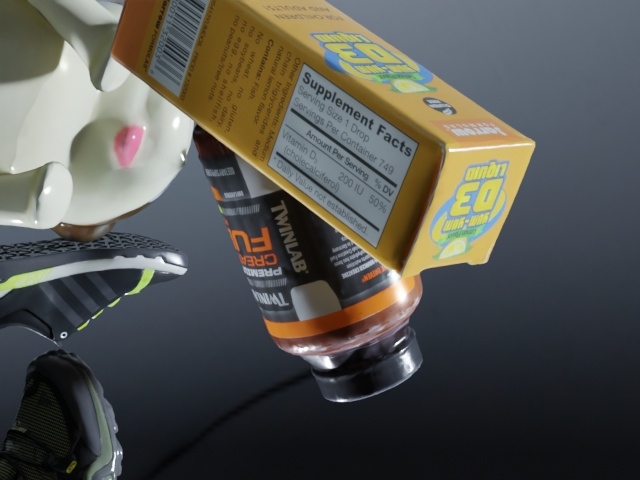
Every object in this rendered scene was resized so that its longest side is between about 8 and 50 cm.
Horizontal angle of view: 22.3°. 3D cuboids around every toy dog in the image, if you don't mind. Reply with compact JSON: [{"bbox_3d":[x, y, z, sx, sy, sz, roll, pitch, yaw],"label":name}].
[{"bbox_3d":[-0.296,-0.128,1.385,0.408,0.395,0.284,18,85,-32],"label":"toy dog"}]

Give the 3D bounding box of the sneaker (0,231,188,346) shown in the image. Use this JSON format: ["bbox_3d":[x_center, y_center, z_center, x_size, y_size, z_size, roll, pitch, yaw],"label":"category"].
[{"bbox_3d":[-0.241,0.050,1.545,0.235,0.084,0.097,-6,105,-24],"label":"sneaker"}]

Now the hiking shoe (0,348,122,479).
[{"bbox_3d":[-0.200,0.178,1.035,0.114,0.086,0.226,14,80,-40],"label":"hiking shoe"}]

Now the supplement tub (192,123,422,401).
[{"bbox_3d":[0.000,0.000,1.024,0.106,0.106,0.198,-20,104,7],"label":"supplement tub"}]

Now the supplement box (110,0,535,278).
[{"bbox_3d":[-0.004,-0.074,0.834,0.078,0.233,0.080,-9,130,-48],"label":"supplement box"}]
